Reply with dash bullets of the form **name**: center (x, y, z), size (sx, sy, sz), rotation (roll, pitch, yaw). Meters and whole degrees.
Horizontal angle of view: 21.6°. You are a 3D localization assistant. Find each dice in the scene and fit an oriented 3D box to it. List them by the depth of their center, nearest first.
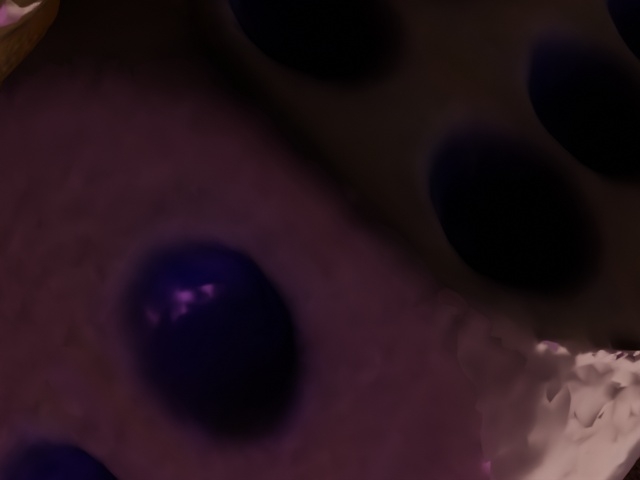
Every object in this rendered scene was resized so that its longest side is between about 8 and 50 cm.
- **dice**: center (0.000, 0.000, 0.602), size (0.259, 0.243, 0.251), rotation (-42, 172, -50)

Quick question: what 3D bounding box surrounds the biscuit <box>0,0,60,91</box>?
- **biscuit**: center (-0.154, 0.008, 0.373), size (0.187, 0.036, 0.273), rotation (-51, 176, 33)
